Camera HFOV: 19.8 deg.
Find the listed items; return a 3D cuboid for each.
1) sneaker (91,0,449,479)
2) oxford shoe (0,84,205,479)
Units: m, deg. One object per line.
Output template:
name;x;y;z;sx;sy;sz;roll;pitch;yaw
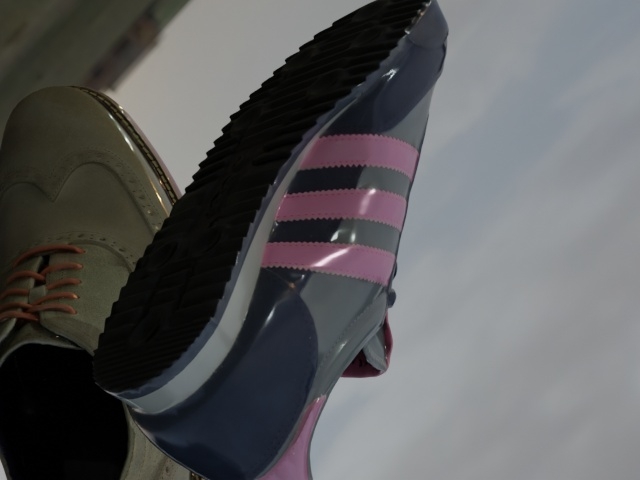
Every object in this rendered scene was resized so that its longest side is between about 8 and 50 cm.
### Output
sneaker;0.000;0.000;0.979;0.112;0.131;0.319;-10;-142;46
oxford shoe;-0.152;0.050;1.191;0.140;0.397;0.146;-23;152;12
